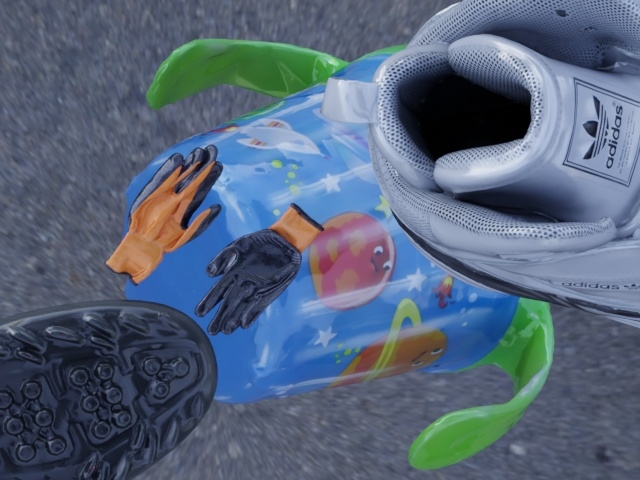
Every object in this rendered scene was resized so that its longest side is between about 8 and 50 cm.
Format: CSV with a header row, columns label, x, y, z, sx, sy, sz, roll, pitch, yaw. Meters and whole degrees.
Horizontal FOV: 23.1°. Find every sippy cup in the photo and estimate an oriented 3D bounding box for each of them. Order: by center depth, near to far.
label,x,y,z,sx,sy,sz,roll,pitch,yaw
sippy cup,0.000,0.000,1.031,0.224,0.305,0.240,-16,113,-37

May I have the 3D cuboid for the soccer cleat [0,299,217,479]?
label,x,y,z,sx,sy,sz,roll,pitch,yaw
soccer cleat,-0.210,0.111,0.838,0.318,0.116,0.109,-25,101,-10

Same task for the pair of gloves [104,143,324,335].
label,x,y,z,sx,sy,sz,roll,pitch,yaw
pair of gloves,-0.049,0.001,0.716,0.083,0.010,0.074,34,100,-19

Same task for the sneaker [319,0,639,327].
label,x,y,z,sx,sy,sz,roll,pitch,yaw
sneaker,0.178,-0.020,0.703,0.366,0.210,0.137,10,84,23
